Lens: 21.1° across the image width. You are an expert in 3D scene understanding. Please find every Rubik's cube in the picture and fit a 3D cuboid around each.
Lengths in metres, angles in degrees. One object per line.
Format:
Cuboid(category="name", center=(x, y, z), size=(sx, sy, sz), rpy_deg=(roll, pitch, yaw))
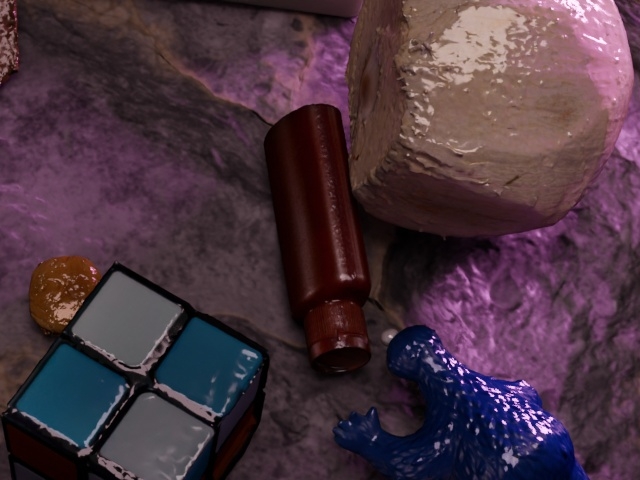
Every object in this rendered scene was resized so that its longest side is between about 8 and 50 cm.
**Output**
Cuboid(category="Rubik's cube", center=(-0.160, 0.158, 1.516), size=(0.167, 0.180, 0.183), rpy_deg=(28, 64, 9))

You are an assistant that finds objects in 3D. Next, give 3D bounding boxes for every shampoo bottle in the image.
Cuboid(category="shampoo bottle", center=(0.000, 0.000, 1.670), size=(0.064, 0.102, 0.260), rpy_deg=(11, 56, -34))

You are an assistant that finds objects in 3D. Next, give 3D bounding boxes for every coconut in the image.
Cuboid(category="coconut", center=(0.166, -0.144, 1.664), size=(0.255, 0.297, 0.297), rpy_deg=(11, 60, -12))

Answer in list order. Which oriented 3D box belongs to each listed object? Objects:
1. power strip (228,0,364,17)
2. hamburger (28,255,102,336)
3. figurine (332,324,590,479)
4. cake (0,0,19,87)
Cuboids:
Cuboid(category="power strip", center=(-0.136, -0.309, 1.832), size=(0.385, 0.062, 0.091), rpy_deg=(7, 60, -7))
Cuboid(category="hamburger", center=(-0.242, 0.053, 1.641), size=(0.076, 0.044, 0.083), rpy_deg=(-11, 66, -12))
Cuboid(category="figurine", center=(0.150, 0.177, 1.571), size=(0.262, 0.120, 0.164), rpy_deg=(40, 54, 4))
Cuboid(category="cake", center=(-0.378, -0.291, 1.801), size=(0.116, 0.113, 0.295), rpy_deg=(-4, 75, -7))
